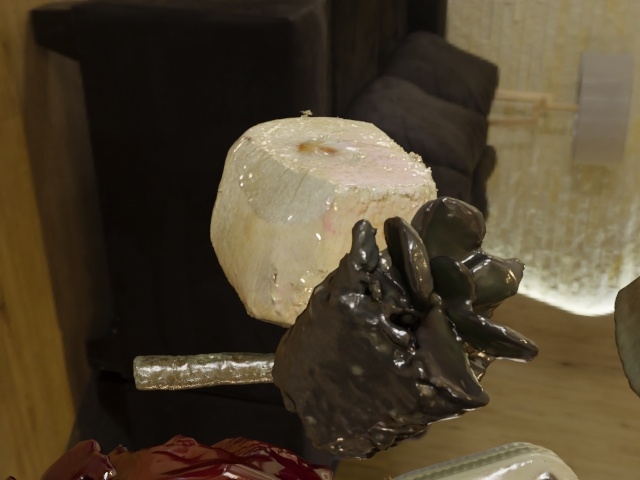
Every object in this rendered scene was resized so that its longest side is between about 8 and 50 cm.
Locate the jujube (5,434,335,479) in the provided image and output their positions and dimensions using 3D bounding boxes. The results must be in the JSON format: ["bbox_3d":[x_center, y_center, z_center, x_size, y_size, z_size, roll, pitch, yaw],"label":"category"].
[{"bbox_3d":[-0.086,0.236,0.425,0.376,0.258,0.258,115,-10,-61],"label":"jujube"}]

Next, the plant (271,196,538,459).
[{"bbox_3d":[0.086,0.088,0.826,0.188,0.199,0.276,-28,165,-49],"label":"plant"}]

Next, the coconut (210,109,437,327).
[{"bbox_3d":[0.000,0.000,1.430,0.404,0.404,0.404,7,90,-77],"label":"coconut"}]

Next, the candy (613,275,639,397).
[{"bbox_3d":[0.455,0.127,1.082,0.234,0.102,0.104,-76,-169,-62],"label":"candy"}]

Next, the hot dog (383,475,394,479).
[{"bbox_3d":[0.146,0.412,1.061,0.249,0.102,0.076,62,-4,33],"label":"hot dog"}]

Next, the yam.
[{"bbox_3d":[-0.158,0.205,1.312,0.061,0.274,0.061,177,-90,-89],"label":"yam"}]

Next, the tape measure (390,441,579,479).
[{"bbox_3d":[0.133,0.324,0.678,0.133,0.231,0.271,57,15,-83],"label":"tape measure"}]
